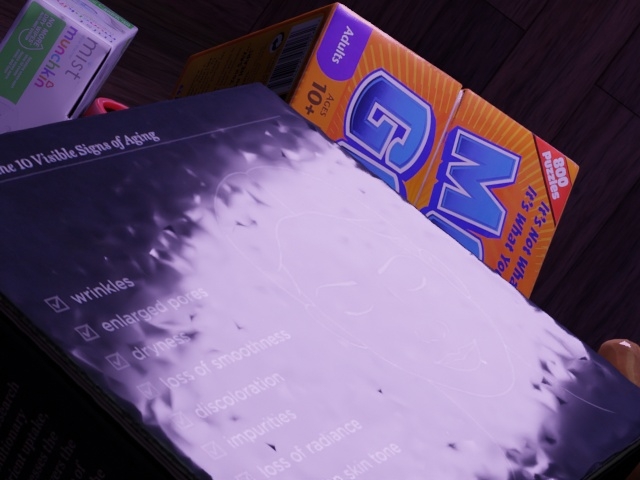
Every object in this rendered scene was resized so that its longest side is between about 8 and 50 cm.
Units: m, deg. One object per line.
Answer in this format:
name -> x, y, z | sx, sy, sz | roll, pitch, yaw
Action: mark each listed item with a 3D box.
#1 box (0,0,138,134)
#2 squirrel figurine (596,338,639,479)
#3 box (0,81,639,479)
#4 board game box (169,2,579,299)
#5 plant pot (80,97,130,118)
box -> -0.364, -0.185, 2.091 | 0.127, 0.262, 0.231 | 34, 13, -5
squirrel figurine -> 0.219, 0.355, 1.519 | 0.281, 0.370, 0.397 | 36, 39, -38
box -> -0.074, 0.147, 1.245 | 0.472, 0.297, 0.480 | 42, 31, 19
board game box -> 0.000, 0.000, 1.850 | 0.356, 0.356, 0.356 | 31, -18, -25
plant pot -> -0.259, -0.064, 2.123 | 0.191, 0.174, 0.191 | 34, 12, -8
